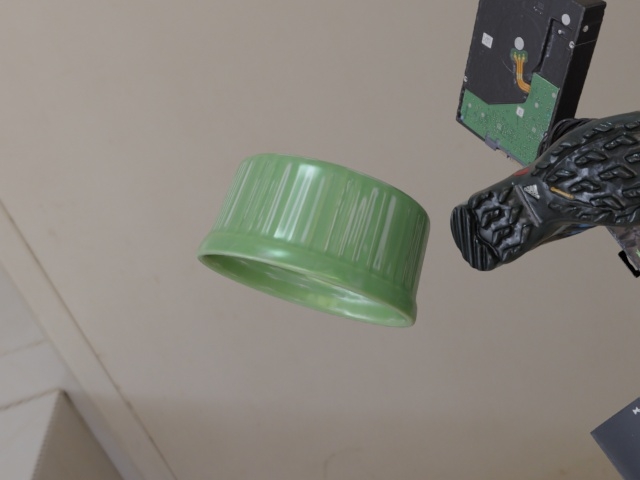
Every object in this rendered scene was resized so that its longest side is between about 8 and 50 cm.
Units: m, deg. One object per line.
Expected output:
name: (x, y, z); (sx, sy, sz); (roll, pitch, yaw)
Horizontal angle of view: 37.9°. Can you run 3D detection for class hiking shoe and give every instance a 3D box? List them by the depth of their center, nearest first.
hiking shoe: (0.277, -0.065, 0.969); (0.304, 0.113, 0.132); (-21, 4, 42)

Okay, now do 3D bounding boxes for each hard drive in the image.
hard drive: (0.360, -0.305, 1.640); (0.064, 0.339, 0.237); (-18, 44, -28)

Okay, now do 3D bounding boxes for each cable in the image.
cable: (0.394, -0.108, 1.469); (0.184, 0.047, 0.150); (-58, 38, 23)

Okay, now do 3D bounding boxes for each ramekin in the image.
ramekin: (0.000, 0.000, 1.245); (0.303, 0.303, 0.148); (7, 75, 43)

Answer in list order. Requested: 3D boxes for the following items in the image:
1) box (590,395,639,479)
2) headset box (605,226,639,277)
box: (0.566, 0.359, 1.578); (0.108, 0.207, 0.153); (-41, 60, 16)
headset box: (0.650, -0.038, 1.614); (0.283, 0.246, 0.131); (-39, -12, 25)
